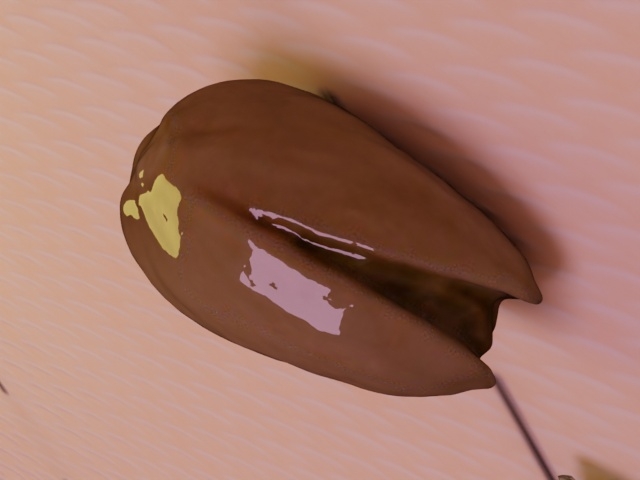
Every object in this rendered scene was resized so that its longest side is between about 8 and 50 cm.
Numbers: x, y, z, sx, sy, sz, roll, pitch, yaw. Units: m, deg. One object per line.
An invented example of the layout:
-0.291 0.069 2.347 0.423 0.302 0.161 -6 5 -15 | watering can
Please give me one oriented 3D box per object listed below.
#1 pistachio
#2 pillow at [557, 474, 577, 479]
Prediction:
0.000 0.000 0.924 0.226 0.136 0.136 27 147 23 | pistachio
0.173 0.227 1.028 0.128 0.051 0.229 39 151 34 | pillow
